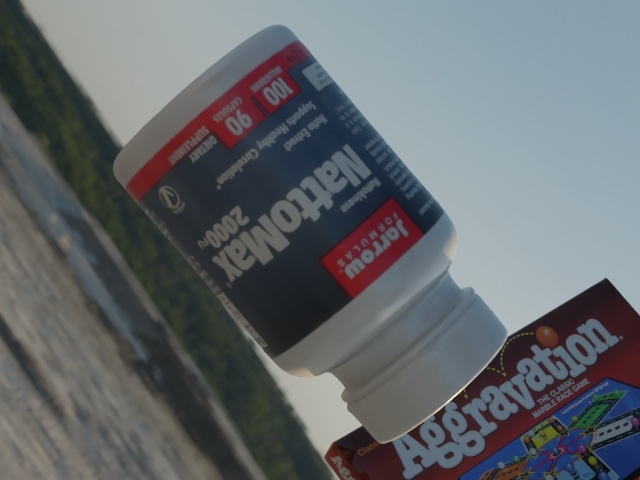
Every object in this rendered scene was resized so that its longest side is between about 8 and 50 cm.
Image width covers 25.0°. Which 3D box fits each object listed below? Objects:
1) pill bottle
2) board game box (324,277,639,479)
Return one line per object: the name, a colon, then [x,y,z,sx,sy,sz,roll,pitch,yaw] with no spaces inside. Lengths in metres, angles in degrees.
pill bottle: [0.000,0.000,0.671,0.180,0.108,0.108,49,-7,-2]
board game box: [0.153,0.140,1.018,0.145,0.281,0.027,50,-34,19]
